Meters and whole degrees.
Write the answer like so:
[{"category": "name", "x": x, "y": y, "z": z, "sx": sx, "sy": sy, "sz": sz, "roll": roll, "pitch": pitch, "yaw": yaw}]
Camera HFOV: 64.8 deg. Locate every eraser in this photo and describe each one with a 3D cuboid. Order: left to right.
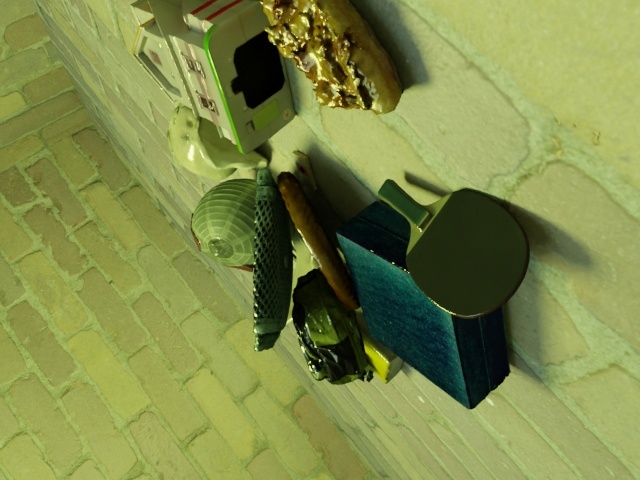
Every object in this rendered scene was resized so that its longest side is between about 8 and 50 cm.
[{"category": "eraser", "x": 0.120, "y": 0.255, "z": 1.308, "sx": 0.226, "sy": 0.069, "sz": 0.158, "roll": 43, "pitch": 156, "yaw": 27}]

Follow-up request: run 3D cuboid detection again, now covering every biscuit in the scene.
[{"category": "biscuit", "x": 0.000, "y": 0.000, "z": 1.031, "sx": 0.318, "sy": 0.040, "sz": 0.318, "roll": 61, "pitch": -176, "yaw": -8}]

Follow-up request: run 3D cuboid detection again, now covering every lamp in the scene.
[{"category": "lamp", "x": -0.200, "y": -0.038, "z": 1.260, "sx": 0.265, "sy": 0.233, "sz": 0.233, "roll": 20, "pitch": 150, "yaw": 15}]

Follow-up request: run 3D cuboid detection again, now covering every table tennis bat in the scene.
[{"category": "table tennis bat", "x": 0.163, "y": -0.010, "z": 0.690, "sx": 0.021, "sy": 0.154, "sz": 0.274, "roll": 21, "pitch": -161, "yaw": -41}]

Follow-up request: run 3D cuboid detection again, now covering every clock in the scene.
[{"category": "clock", "x": -0.212, "y": -0.338, "z": 0.919, "sx": 0.309, "sy": 0.166, "sz": 0.235, "roll": 32, "pitch": 152, "yaw": 30}]

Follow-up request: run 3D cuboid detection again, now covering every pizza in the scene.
[{"category": "pizza", "x": -0.005, "y": -0.267, "z": 0.682, "sx": 0.305, "sy": 0.085, "sz": 0.161, "roll": 48, "pitch": 161, "yaw": 19}]

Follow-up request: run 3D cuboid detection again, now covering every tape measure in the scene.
[{"category": "tape measure", "x": 0.086, "y": 0.317, "z": 1.305, "sx": 0.094, "sy": 0.054, "sz": 0.091, "roll": 12, "pitch": 135, "yaw": 53}]

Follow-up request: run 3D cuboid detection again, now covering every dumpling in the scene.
[{"category": "dumpling", "x": -0.247, "y": -0.243, "z": 1.229, "sx": 0.243, "sy": 0.187, "sz": 0.318, "roll": 18, "pitch": -173, "yaw": -28}]

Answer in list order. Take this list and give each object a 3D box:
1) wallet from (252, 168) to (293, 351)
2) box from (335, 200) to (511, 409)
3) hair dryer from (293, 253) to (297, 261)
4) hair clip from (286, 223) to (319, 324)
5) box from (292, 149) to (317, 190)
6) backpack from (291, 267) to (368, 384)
[{"category": "wallet", "x": -0.097, "y": 0.042, "z": 1.043, "sx": 0.237, "sy": 0.075, "sz": 0.342, "roll": 60, "pitch": -149, "yaw": -86}, {"category": "box", "x": 0.174, "y": 0.103, "z": 0.853, "sx": 0.261, "sy": 0.116, "sz": 0.279, "roll": 34, "pitch": 153, "yaw": 48}, {"category": "hair dryer", "x": -0.143, "y": -0.035, "z": 1.439, "sx": 0.248, "sy": 0.078, "sz": 0.195, "roll": 43, "pitch": 159, "yaw": -1}, {"category": "hair clip", "x": -0.028, "y": 0.118, "z": 1.305, "sx": 0.172, "sy": 0.113, "sz": 0.282, "roll": -134, "pitch": 54, "yaw": -60}, {"category": "box", "x": -0.032, "y": -0.146, "z": 1.054, "sx": 0.046, "sy": 0.012, "sz": 0.083, "roll": 36, "pitch": 154, "yaw": 41}, {"category": "backpack", "x": 0.012, "y": 0.188, "z": 1.146, "sx": 0.207, "sy": 0.140, "sz": 0.253, "roll": -96, "pitch": -15, "yaw": -75}]
